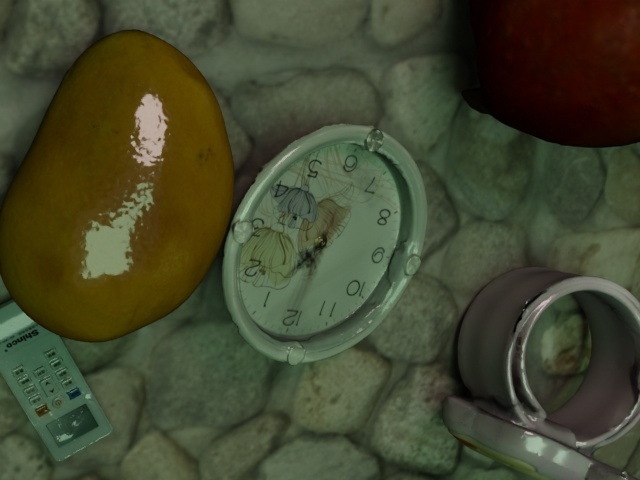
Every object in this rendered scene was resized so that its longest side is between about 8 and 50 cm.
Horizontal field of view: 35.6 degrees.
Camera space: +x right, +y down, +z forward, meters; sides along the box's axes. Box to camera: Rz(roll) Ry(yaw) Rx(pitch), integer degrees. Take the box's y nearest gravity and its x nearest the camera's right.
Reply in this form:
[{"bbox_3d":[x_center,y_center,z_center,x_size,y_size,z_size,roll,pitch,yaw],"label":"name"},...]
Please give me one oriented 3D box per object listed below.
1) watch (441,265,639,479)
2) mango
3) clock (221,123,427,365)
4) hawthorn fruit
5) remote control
[{"bbox_3d":[0.267,0.150,1.048,0.248,0.211,0.217,26,86,-20],"label":"watch"},{"bbox_3d":[-0.157,-0.037,0.823,0.176,0.139,0.254,27,89,-30],"label":"mango"},{"bbox_3d":[0.000,0.000,0.938,0.237,0.053,0.236,-18,122,-32],"label":"clock"},{"bbox_3d":[0.274,-0.222,0.873,0.295,0.295,0.311,43,83,-28],"label":"hawthorn fruit"},{"bbox_3d":[-0.247,0.123,0.896,0.061,0.029,0.162,-27,120,-12],"label":"remote control"}]
